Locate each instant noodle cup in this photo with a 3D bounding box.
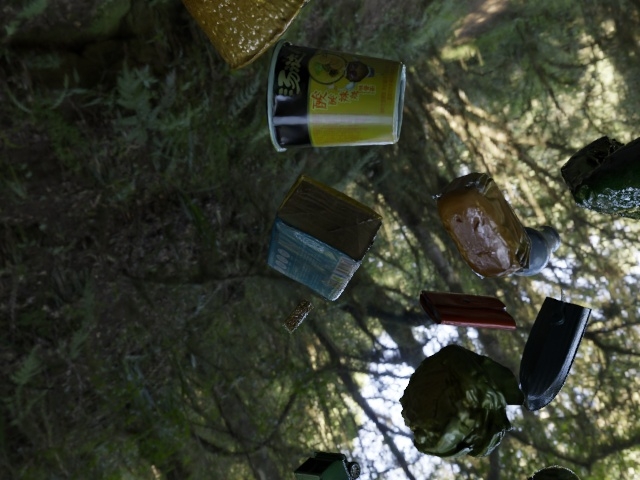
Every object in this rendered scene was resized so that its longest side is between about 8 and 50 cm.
[{"bbox_3d":[0.034,-0.261,1.091,0.236,0.216,0.215,7,-166,10],"label":"instant noodle cup"}]

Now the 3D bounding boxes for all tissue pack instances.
[{"bbox_3d":[0.000,0.000,1.202,0.134,0.192,0.271,-59,178,-24],"label":"tissue pack"}]

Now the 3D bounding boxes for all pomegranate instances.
[{"bbox_3d":[0.457,0.491,1.089,0.122,0.122,0.161,-25,-157,-37],"label":"pomegranate"}]

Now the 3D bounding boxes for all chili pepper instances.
[{"bbox_3d":[0.393,-0.077,0.745,0.148,0.116,0.264,-28,-177,18],"label":"chili pepper"}]

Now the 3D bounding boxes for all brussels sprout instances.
[{"bbox_3d":[0.166,0.203,0.731,0.100,0.139,0.181,10,157,-10],"label":"brussels sprout"}]

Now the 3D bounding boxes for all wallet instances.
[{"bbox_3d":[0.361,0.170,1.436,0.204,0.045,0.142,6,-159,-14],"label":"wallet"}]

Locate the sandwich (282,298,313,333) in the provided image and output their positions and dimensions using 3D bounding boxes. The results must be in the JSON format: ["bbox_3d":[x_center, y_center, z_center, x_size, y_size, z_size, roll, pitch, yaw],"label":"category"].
[{"bbox_3d":[-0.059,0.200,1.548,0.093,0.035,0.105,-52,175,16],"label":"sandwich"}]

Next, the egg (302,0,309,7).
[{"bbox_3d":[-0.067,-0.639,1.507,0.085,0.085,0.110,-25,-146,-38],"label":"egg"}]

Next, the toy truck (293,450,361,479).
[{"bbox_3d":[0.030,0.390,0.873,0.065,0.147,0.079,-15,-170,45],"label":"toy truck"}]

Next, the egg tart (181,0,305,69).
[{"bbox_3d":[-0.123,-0.377,0.888,0.202,0.147,0.203,-39,-150,27],"label":"egg tart"}]

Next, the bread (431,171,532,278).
[{"bbox_3d":[0.363,-0.029,1.310,0.136,0.241,0.107,-18,-157,48],"label":"bread"}]

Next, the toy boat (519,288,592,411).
[{"bbox_3d":[0.463,0.228,1.174,0.092,0.246,0.103,16,167,44],"label":"toy boat"}]

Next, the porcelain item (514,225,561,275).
[{"bbox_3d":[0.606,0.022,1.681,0.141,0.141,0.259,-11,-178,42],"label":"porcelain item"}]
